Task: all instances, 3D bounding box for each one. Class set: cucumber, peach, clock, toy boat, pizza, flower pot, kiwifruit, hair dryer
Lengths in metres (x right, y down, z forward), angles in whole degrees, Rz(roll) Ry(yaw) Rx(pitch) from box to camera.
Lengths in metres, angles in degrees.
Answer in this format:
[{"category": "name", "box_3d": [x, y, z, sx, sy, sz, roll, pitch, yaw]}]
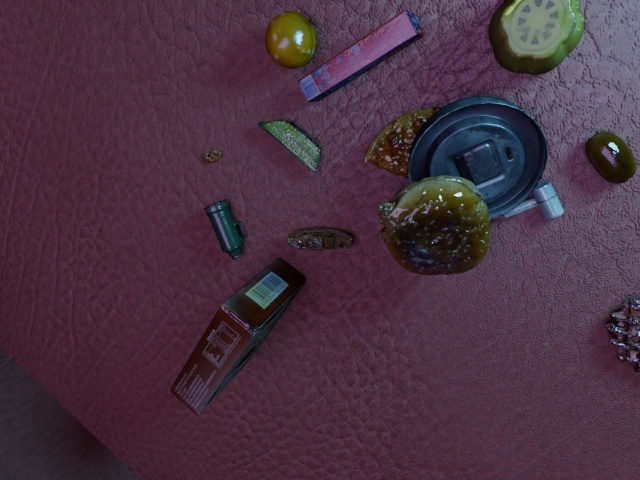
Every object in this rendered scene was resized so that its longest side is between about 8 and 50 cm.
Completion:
[{"category": "cucumber", "box_3d": [-0.075, -0.287, 1.348, 0.220, 0.046, 0.070, 40, 117, 4]}, {"category": "peach", "box_3d": [-0.075, -0.508, 1.216, 0.138, 0.138, 0.138, 8, 111, 21]}, {"category": "clock", "box_3d": [0.356, -0.182, 1.117, 0.313, 0.061, 0.312, 2, 127, 3]}, {"category": "toy boat", "box_3d": [0.000, 0.000, 1.398, 0.206, 0.072, 0.064, 1, 110, 24]}, {"category": "pizza", "box_3d": [-0.337, -0.260, 1.486, 0.083, 0.016, 0.037, -11, 97, 28]}, {"category": "flower pot", "box_3d": [0.444, -0.441, 0.989, 0.195, 0.179, 0.195, 7, 110, 19]}, {"category": "kiwifruit", "box_3d": [0.638, -0.182, 1.057, 0.075, 0.075, 0.124, -34, 88, 29]}, {"category": "hair dryer", "box_3d": [0.506, -0.079, 1.168, 0.137, 0.047, 0.082, -24, 98, 34]}, {"category": "pizza", "box_3d": [0.247, -0.242, 1.199, 0.305, 0.085, 0.161, -17, 101, 29]}]

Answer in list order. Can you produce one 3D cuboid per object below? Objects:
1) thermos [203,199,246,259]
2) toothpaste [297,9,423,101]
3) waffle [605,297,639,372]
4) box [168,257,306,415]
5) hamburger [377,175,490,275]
[{"category": "thermos", "box_3d": [-0.297, -0.031, 1.524, 0.073, 0.083, 0.187, -7, 108, 48]}, {"category": "toothpaste", "box_3d": [0.094, -0.451, 1.197, 0.320, 0.076, 0.066, -23, 98, 29]}, {"category": "waffle", "box_3d": [0.807, 0.223, 1.136, 0.234, 0.055, 0.221, 42, 117, -1]}, {"category": "box", "box_3d": [-0.241, 0.278, 1.444, 0.122, 0.344, 0.385, 38, 118, 6]}, {"category": "hamburger", "box_3d": [0.262, -0.037, 1.114, 0.286, 0.146, 0.243, 30, 117, -16]}]
